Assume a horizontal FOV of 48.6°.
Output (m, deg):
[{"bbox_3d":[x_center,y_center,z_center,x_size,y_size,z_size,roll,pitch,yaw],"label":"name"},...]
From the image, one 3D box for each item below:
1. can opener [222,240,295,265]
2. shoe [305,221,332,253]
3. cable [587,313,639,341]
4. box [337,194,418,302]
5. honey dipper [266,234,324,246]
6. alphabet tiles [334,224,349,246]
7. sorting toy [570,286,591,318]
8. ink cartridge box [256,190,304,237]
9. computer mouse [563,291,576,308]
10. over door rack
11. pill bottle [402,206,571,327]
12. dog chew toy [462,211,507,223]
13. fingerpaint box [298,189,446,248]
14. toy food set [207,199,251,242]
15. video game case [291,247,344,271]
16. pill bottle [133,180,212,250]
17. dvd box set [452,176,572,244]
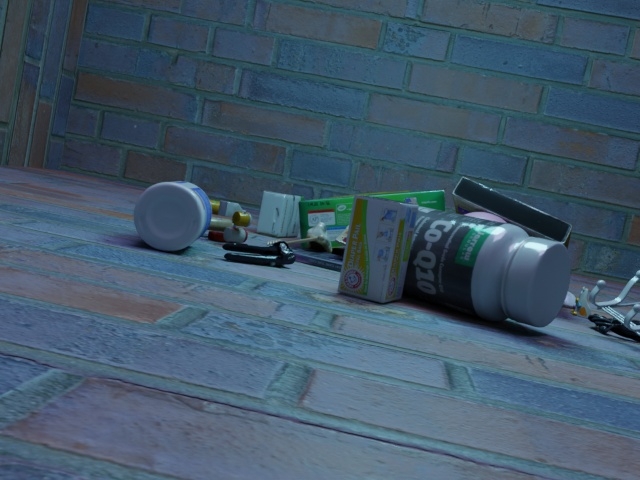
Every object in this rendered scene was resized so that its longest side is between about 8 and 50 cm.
[{"bbox_3d":[-0.139,0.034,1.622,0.186,0.073,0.059,4,47,-39],"label":"can opener"},{"bbox_3d":[0.000,0.000,2.021,0.077,0.058,0.219,16,-11,6],"label":"shoe"},{"bbox_3d":[0.715,0.205,1.632,0.185,0.047,0.150,8,0,-5],"label":"cable"},{"bbox_3d":[0.118,0.017,1.439,0.103,0.203,0.114,13,6,25],"label":"box"},{"bbox_3d":[-0.066,0.003,1.900,0.161,0.030,0.030,-10,-3,19],"label":"honey dipper"},{"bbox_3d":[0.215,0.041,1.888,0.343,0.011,0.285,22,22,10],"label":"alphabet tiles"},{"bbox_3d":[0.691,0.161,1.867,0.045,0.075,0.083,13,4,14],"label":"sorting toy"},{"bbox_3d":[-0.139,-0.092,2.491,0.087,0.153,0.208,12,4,16],"label":"ink cartridge box"},{"bbox_3d":[0.698,0.161,2.086,0.106,0.042,0.193,11,4,-12],"label":"computer mouse"},{"bbox_3d":[0.774,0.164,1.506,0.324,0.108,0.239,9,21,-25],"label":"over door rack"},{"bbox_3d":[0.316,0.052,1.484,0.361,0.204,0.204,14,5,43],"label":"pill bottle"},{"bbox_3d":[0.454,0.062,1.799,0.332,0.206,0.207,26,-4,-30],"label":"dog chew toy"},{"bbox_3d":[0.175,-0.073,2.291,0.445,0.163,0.371,-4,2,7],"label":"fingerpaint box"},{"bbox_3d":[-0.242,-0.049,1.944,0.105,0.111,0.232,7,3,-40],"label":"toy food set"},{"bbox_3d":[0.052,0.060,1.881,0.274,0.026,0.196,14,5,20],"label":"video game case"},{"bbox_3d":[-0.331,-0.061,1.639,0.152,0.152,0.272,11,4,-4],"label":"pill bottle"},{"bbox_3d":[0.526,-0.011,1.950,0.308,0.062,0.420,28,-10,23],"label":"dvd box set"}]
